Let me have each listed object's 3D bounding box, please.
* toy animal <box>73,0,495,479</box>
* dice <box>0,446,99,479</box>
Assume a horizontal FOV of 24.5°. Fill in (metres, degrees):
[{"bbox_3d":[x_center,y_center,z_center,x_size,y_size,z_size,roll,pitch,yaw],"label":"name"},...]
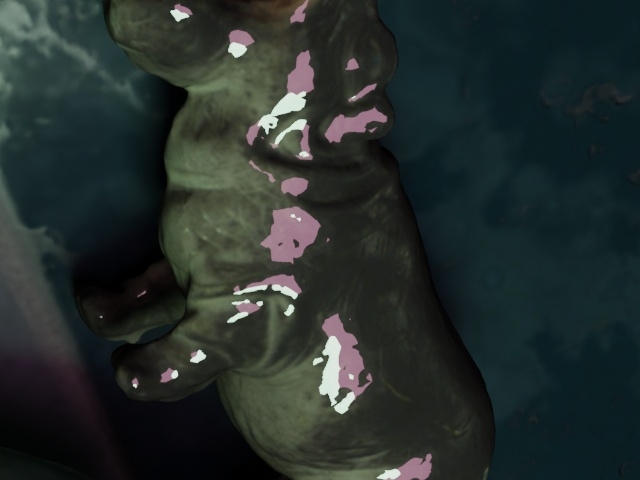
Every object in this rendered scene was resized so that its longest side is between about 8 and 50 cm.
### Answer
[{"bbox_3d":[-0.016,0.000,0.608,0.168,0.106,0.343,-17,118,-14],"label":"toy animal"},{"bbox_3d":[-0.162,0.291,0.519,0.348,0.328,0.330,4,124,-43],"label":"dice"}]
